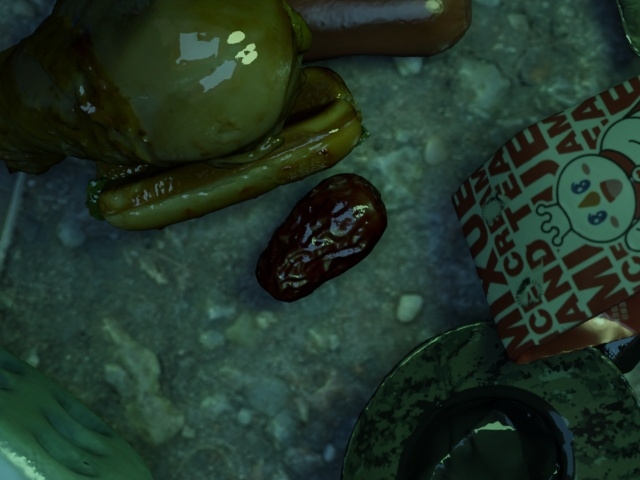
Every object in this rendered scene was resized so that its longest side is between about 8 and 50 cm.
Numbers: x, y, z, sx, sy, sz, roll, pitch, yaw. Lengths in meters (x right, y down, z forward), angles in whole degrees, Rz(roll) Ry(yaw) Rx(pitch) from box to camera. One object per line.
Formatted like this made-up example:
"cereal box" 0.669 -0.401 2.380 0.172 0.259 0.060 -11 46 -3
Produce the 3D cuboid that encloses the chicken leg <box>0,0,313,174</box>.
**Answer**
"chicken leg" -0.182 -0.157 1.158 0.409 0.182 0.295 -20 58 32

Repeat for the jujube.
"jujube" 0.000 0.000 1.202 0.077 0.077 0.129 45 102 -1

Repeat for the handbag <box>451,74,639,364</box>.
"handbag" 0.258 -0.025 1.116 0.298 0.151 0.171 -25 64 5

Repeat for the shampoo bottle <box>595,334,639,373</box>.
"shampoo bottle" 0.261 0.081 1.214 0.137 0.027 0.048 -43 89 8

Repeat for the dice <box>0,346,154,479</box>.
"dice" -0.307 0.231 1.142 0.265 0.268 0.262 36 93 -4

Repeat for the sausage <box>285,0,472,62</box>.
"sausage" 0.029 -0.187 1.181 0.194 0.077 0.077 -1 96 8

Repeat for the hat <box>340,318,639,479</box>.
"hat" 0.133 0.188 1.187 0.266 0.128 0.265 0 89 -9

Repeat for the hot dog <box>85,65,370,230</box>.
"hot dog" -0.083 -0.068 1.193 0.250 0.076 0.104 -21 51 13

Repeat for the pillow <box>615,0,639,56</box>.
"pillow" 0.352 -0.281 1.145 0.302 0.075 0.184 -22 95 4
